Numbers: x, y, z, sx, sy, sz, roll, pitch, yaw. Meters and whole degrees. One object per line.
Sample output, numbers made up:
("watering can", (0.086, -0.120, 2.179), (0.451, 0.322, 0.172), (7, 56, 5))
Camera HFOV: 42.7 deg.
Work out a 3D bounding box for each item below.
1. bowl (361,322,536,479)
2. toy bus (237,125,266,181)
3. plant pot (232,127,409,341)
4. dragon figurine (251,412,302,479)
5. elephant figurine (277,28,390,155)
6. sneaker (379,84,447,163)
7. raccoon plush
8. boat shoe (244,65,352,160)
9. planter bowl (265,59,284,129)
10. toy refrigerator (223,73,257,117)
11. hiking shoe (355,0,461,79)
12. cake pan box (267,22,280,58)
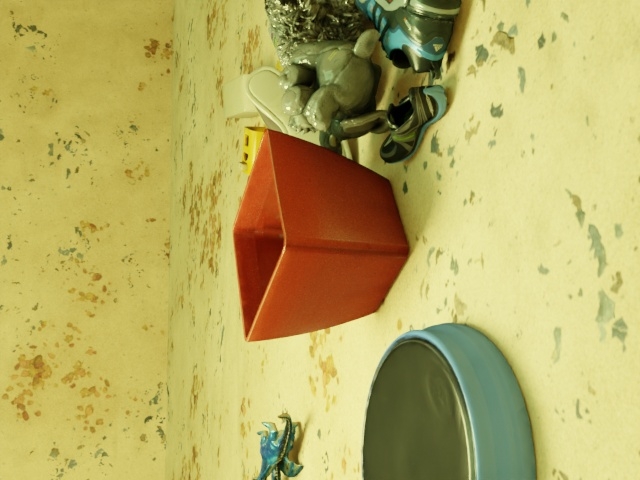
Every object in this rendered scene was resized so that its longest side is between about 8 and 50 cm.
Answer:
("bowl", (0.156, 0.310, 1.134), (0.391, 0.077, 0.391), (-176, 90, -71))
("toy bus", (-0.154, -0.193, 2.073), (0.191, 0.104, 0.202), (125, 137, -52))
("plant pot", (0.000, 0.000, 1.415), (0.267, 0.236, 0.267), (114, 153, -45))
("dragon figurine", (-0.090, 0.473, 1.787), (0.289, 0.085, 0.144), (124, 145, -56))
("elephant figurine", (0.049, -0.236, 1.400), (0.186, 0.239, 0.169), (17, 82, 37))
("sneaker", (0.134, -0.190, 1.315), (0.188, 0.078, 0.067), (125, 145, -58))
("raccoon plush", (0.000, -0.359, 1.648), (0.446, 0.216, 0.299), (-114, 22, -81))
("boat shoe", (-0.037, -0.220, 1.676), (0.324, 0.116, 0.097), (50, 176, 22))
("planter bowl", (-0.054, -0.308, 1.865), (0.217, 0.090, 0.217), (-176, 90, -71))
("toy refrigerator", (-0.203, -0.406, 2.324), (0.269, 0.094, 0.102), (-168, 76, -71))
("hiking shoe", (0.121, -0.352, 1.341), (0.304, 0.113, 0.132), (-127, 43, -65))
("cake pan box", (-0.050, -0.555, 1.954), (0.267, 0.070, 0.245), (-107, 31, -48))
